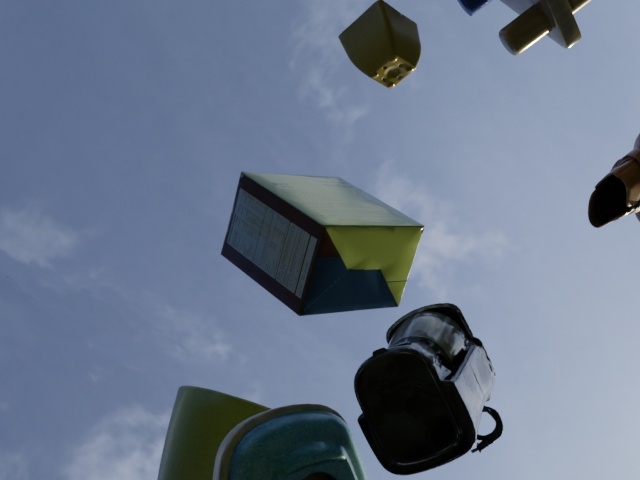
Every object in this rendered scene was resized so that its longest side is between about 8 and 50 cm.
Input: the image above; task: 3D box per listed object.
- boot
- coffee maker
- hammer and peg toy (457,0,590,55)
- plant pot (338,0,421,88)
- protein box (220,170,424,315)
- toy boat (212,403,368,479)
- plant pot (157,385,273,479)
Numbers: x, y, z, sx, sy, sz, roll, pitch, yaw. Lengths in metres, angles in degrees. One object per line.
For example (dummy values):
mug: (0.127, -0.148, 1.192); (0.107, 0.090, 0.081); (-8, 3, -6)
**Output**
boot: (0.535, -0.075, 1.390); (0.220, 0.283, 0.109); (-39, -116, -23)
coffee maker: (0.123, 0.162, 0.848); (0.171, 0.178, 0.120); (41, -69, 7)
hammer and peg toy: (0.171, -0.390, 0.993); (0.127, 0.361, 0.266); (-37, -49, 6)
plant pot: (0.087, -0.253, 1.111); (0.082, 0.081, 0.083); (20, -135, -42)
protein box: (0.000, 0.000, 1.213); (0.200, 0.201, 0.135); (-1, -65, -42)
toy boat: (-0.067, 0.317, 0.822); (0.318, 0.148, 0.267); (-12, -89, -33)
plant pot: (-0.130, 0.395, 1.181); (0.275, 0.275, 0.293); (27, -111, -17)
